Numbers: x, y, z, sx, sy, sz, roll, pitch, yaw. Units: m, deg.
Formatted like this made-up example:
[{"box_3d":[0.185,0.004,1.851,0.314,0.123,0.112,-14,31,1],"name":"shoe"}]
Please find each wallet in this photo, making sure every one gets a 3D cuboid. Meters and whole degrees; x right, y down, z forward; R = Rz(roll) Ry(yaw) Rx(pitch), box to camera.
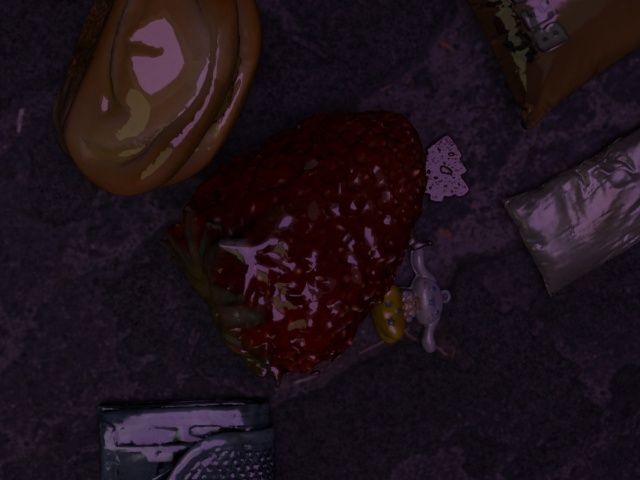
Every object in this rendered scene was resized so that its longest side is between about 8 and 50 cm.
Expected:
[{"box_3d":[-0.176,0.383,1.716,0.237,0.075,0.342,-1,99,-7],"name":"wallet"}]

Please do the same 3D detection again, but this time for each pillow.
[{"box_3d":[0.368,-0.044,1.694,0.230,0.050,0.148,-30,96,4],"name":"pillow"},{"box_3d":[0.314,-0.349,1.603,0.312,0.119,0.310,-31,104,0],"name":"pillow"}]

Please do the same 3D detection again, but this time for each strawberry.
[{"box_3d":[0.000,0.002,1.582,0.343,0.292,0.292,-27,100,-14],"name":"strawberry"}]

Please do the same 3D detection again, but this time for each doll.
[{"box_3d":[0.120,0.090,1.698,0.113,0.071,0.135,-35,107,-16],"name":"doll"}]

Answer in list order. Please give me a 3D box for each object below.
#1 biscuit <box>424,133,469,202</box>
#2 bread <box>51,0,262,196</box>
[{"box_3d":[0.157,-0.095,1.687,0.082,0.016,0.092,6,98,0],"name":"biscuit"},{"box_3d":[-0.179,-0.201,1.530,0.211,0.270,0.315,18,92,-21],"name":"bread"}]
